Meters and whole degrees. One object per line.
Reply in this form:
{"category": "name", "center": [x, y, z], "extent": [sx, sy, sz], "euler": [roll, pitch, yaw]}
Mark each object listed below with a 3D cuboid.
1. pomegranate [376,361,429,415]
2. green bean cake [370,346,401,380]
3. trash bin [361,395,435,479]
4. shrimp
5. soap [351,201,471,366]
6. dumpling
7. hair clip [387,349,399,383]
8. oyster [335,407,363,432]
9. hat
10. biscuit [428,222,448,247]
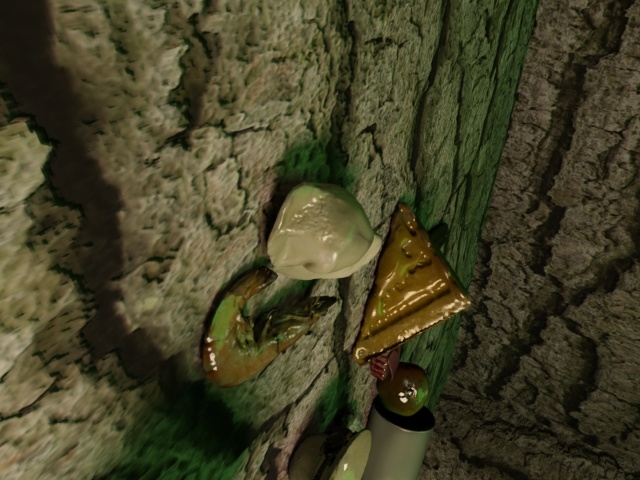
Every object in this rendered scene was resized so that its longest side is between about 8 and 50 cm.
{"category": "pomegranate", "center": [0.274, 0.500, 1.472], "extent": [0.179, 0.180, 0.209], "euler": [-63, -178, -16]}
{"category": "green bean cake", "center": [0.205, 0.347, 1.335], "extent": [0.136, 0.057, 0.135], "euler": [-31, 135, -52]}
{"category": "trash bin", "center": [0.260, 0.709, 1.502], "extent": [0.277, 0.218, 0.262], "euler": [-108, -150, -76]}
{"category": "shrimp", "center": [-0.064, 0.104, 0.657], "extent": [0.296, 0.058, 0.168], "euler": [-28, 129, -50]}
{"category": "soap", "center": [0.171, 0.116, 1.134], "extent": [0.339, 0.304, 0.169], "euler": [-35, 167, 16]}
{"category": "dumpling", "center": [-0.002, -0.001, 0.650], "extent": [0.166, 0.126, 0.216], "euler": [-46, 165, 9]}
{"category": "hair clip", "center": [0.219, 0.385, 1.298], "extent": [0.054, 0.022, 0.137], "euler": [-54, 149, -36]}
{"category": "oyster", "center": [0.061, 0.560, 1.165], "extent": [0.252, 0.087, 0.199], "euler": [-59, 143, -39]}
{"category": "hat", "center": [0.001, 0.520, 0.971], "extent": [0.257, 0.130, 0.257], "euler": [-40, 139, -46]}
{"category": "biscuit", "center": [0.396, 0.006, 1.487], "extent": [0.322, 0.038, 0.099], "euler": [-25, 125, -61]}
